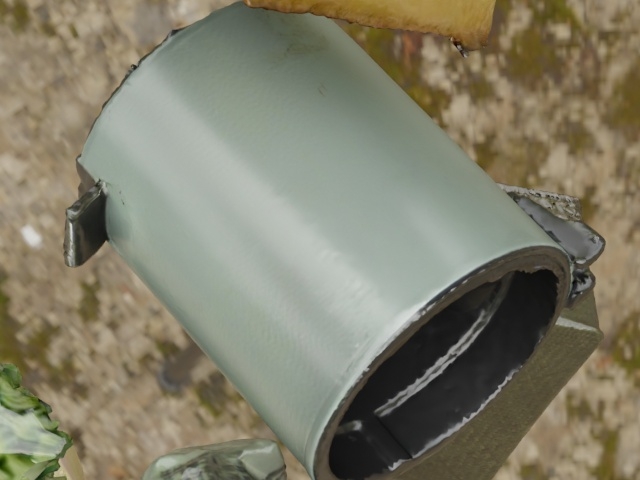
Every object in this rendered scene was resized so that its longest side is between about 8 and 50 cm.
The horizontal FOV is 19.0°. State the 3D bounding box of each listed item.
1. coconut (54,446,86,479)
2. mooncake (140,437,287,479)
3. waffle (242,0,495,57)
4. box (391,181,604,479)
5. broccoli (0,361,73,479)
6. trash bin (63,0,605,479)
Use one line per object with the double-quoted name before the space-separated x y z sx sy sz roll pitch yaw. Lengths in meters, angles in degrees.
"coconut" -0.364 0.284 1.758 0.352 0.352 0.353 -3 69 7
"mooncake" -0.074 0.289 1.427 0.136 0.250 0.254 0 51 -21
"waffle" -0.079 -0.206 1.087 0.304 0.348 0.077 32 107 28
"box" 0.097 0.080 1.613 0.184 0.273 0.143 10 52 -16
"broccoli" -0.258 0.258 1.087 0.338 0.277 0.317 -15 45 -36
"trash bin" 0.000 0.000 1.255 0.277 0.217 0.262 -30 62 -24
